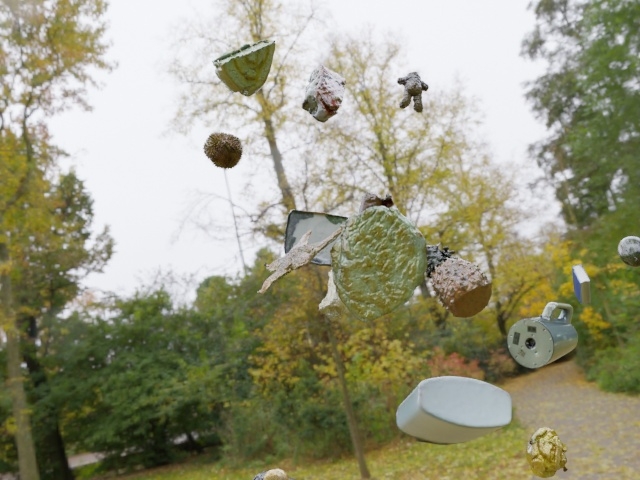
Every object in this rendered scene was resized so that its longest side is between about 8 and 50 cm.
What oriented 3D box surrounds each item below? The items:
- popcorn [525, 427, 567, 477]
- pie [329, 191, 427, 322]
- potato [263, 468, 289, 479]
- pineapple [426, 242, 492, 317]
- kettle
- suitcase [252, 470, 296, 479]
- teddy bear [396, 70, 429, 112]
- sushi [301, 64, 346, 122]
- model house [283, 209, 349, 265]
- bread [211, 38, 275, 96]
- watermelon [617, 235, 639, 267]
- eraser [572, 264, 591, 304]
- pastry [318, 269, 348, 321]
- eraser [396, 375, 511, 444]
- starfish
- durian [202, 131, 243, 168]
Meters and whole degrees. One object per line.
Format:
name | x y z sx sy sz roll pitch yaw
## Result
popcorn | 0.775 0.730 2.024 0.152 0.167 0.148 27 -16 1
pie | 0.130 0.047 1.380 0.105 0.257 0.274 4 -54 -48
potato | -0.114 0.649 1.574 0.068 0.062 0.083 -10 -39 17
pineapple | 0.374 0.097 1.732 0.157 0.279 0.158 -15 -51 -19
kettle | 0.767 0.308 1.984 0.243 0.211 0.160 0 9 -43
suitcase | -0.172 0.964 1.969 0.188 0.345 0.339 10 -19 3
teddy bear | 0.327 -0.538 2.076 0.119 0.160 0.078 10 -27 -7
sushi | 0.011 -0.489 1.964 0.124 0.332 0.130 31 -58 -15
model house | 0.000 0.000 2.222 0.271 0.190 0.301 7 -2 -3
bread | -0.168 -0.404 1.400 0.156 0.110 0.103 -32 27 -22
watermelon | 0.886 0.033 1.663 0.078 0.078 0.111 -17 27 20
eraser | 0.665 0.113 1.500 0.027 0.063 0.085 -15 -52 10
pastry | 0.068 0.224 2.474 0.121 0.258 0.089 36 -55 -12
eraser | 0.277 0.375 1.273 0.189 0.104 0.290 12 -25 3
starfish | -0.043 0.032 1.483 0.231 0.048 0.295 -25 14 33
durian | -0.378 -0.353 2.287 0.158 0.137 0.168 15 -22 -19
